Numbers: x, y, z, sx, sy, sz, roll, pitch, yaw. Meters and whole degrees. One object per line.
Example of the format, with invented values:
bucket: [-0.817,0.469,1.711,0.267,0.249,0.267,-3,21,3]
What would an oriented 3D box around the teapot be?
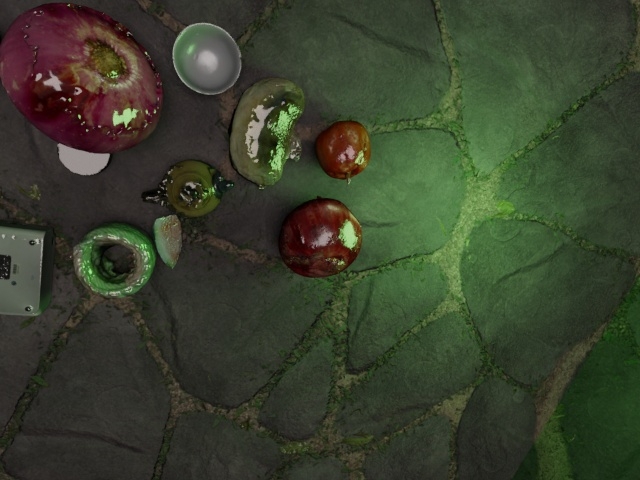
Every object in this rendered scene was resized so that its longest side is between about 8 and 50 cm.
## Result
teapot: [-0.389,-0.146,1.205,0.269,0.182,0.173,-10,106,-12]

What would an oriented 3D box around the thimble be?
thimble: [-0.602,0.053,1.207,0.219,0.150,0.219,-4,104,-16]

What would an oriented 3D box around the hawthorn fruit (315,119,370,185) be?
hawthorn fruit: [0.076,-0.271,1.302,0.179,0.179,0.200,-2,69,-16]

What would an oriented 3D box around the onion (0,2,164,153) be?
onion: [-0.585,-0.388,1.044,0.358,0.345,0.358,5,78,-25]

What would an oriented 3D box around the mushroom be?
mushroom: [-0.156,-0.333,1.258,0.247,0.130,0.344,27,95,-16]

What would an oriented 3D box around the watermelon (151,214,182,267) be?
watermelon: [-0.478,-0.001,1.278,0.094,0.081,0.180,-5,121,-31]

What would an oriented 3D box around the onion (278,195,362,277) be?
onion: [0.000,0.000,1.318,0.276,0.276,0.276,-4,104,-15]

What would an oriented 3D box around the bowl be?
bowl: [-0.328,-0.518,1.188,0.189,0.086,0.189,-4,105,-17]

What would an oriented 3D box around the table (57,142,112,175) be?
table: [-0.671,-0.254,1.172,0.133,0.043,0.134,-4,104,-16]

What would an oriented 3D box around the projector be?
projector: [-0.881,0.078,1.155,0.198,0.108,0.250,8,101,-17]
